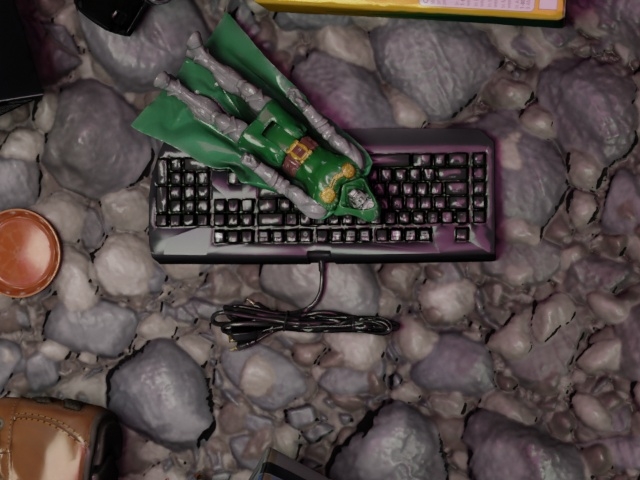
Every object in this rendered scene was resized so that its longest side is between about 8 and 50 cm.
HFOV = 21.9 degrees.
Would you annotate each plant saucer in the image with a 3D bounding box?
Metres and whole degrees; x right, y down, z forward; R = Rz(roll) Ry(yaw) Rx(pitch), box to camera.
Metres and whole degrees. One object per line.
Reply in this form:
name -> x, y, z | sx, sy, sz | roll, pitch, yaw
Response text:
plant saucer -> -0.282, 0.012, 1.547 | 0.083, 0.013, 0.084 | 0, 92, 10

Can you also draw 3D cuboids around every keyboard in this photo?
keyboard -> 0.000, 0.000, 1.494 | 0.317, 0.033, 0.202 | -1, 92, 10
keyboard -> -0.139, -0.269, 1.513 | 0.100, 0.038, 0.192 | 36, 98, 30

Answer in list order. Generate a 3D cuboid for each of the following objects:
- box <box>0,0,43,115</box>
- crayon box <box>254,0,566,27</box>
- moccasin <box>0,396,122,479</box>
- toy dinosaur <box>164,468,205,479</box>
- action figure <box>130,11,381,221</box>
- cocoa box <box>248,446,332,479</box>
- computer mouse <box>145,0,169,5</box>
box -> -0.377, -0.221, 1.478 | 0.184, 0.103, 0.261 | -17, 89, 34
crayon box -> 0.061, -0.300, 1.448 | 0.322, 0.083, 0.203 | 5, 92, 8
moccasin -> -0.271, 0.332, 1.492 | 0.146, 0.139, 0.380 | 3, 92, 10
toy dinosaur -> -0.089, 0.248, 1.500 | 0.082, 0.090, 0.047 | 34, 115, 37
action figure -> -0.038, -0.091, 1.466 | 0.232, 0.063, 0.137 | 37, 85, 9
cocoa box -> 0.043, 0.371, 1.376 | 0.347, 0.228, 0.231 | 30, 96, -1
computer mouse -> -0.230, -0.335, 1.480 | 0.272, 0.072, 0.189 | 18, 92, 17
